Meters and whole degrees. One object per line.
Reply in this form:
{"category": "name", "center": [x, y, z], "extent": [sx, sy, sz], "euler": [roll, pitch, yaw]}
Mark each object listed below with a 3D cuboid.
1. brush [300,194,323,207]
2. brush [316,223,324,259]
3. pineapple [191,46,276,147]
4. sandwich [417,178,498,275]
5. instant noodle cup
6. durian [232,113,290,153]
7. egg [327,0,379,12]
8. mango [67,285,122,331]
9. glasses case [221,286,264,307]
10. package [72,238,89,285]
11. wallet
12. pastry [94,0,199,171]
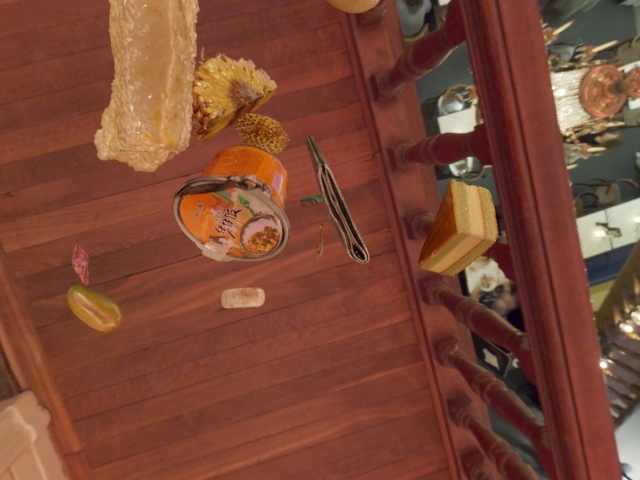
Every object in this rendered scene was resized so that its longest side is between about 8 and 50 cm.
{"category": "brush", "center": [-0.005, -0.169, 1.881], "extent": [0.193, 0.032, 0.043], "euler": [-8, 136, 32]}
{"category": "brush", "center": [0.000, 0.000, 1.247], "extent": [0.014, 0.170, 0.043], "euler": [17, 62, 8]}
{"category": "pineapple", "center": [-0.193, -0.283, 0.835], "extent": [0.135, 0.079, 0.233], "euler": [46, 45, -9]}
{"category": "sandwich", "center": [0.316, -0.024, 1.063], "extent": [0.117, 0.187, 0.144], "euler": [14, 54, -15]}
{"category": "instant noodle cup", "center": [-0.124, -0.069, 0.700], "extent": [0.177, 0.125, 0.208], "euler": [37, 135, -26]}
{"category": "durian", "center": [-0.229, -0.419, 1.763], "extent": [0.252, 0.139, 0.144], "euler": [4, 102, -19]}
{"category": "egg", "center": [0.053, -0.554, 0.877], "extent": [0.164, 0.164, 0.201], "euler": [-34, 115, -2]}
{"category": "mango", "center": [-0.956, 0.284, 1.885], "extent": [0.114, 0.156, 0.251], "euler": [-36, 111, 24]}
{"category": "glasses case", "center": [-0.311, 0.229, 1.779], "extent": [0.204, 0.051, 0.081], "euler": [-9, 75, 27]}
{"category": "package", "center": [-0.487, 0.045, 0.905], "extent": [0.029, 0.059, 0.083], "euler": [-12, 134, -17]}
{"category": "wallet", "center": [0.030, -0.106, 1.134], "extent": [0.054, 0.251, 0.290], "euler": [-25, 120, 1]}
{"category": "pastry", "center": [-0.222, -0.216, 0.573], "extent": [0.121, 0.089, 0.258], "euler": [4, 100, -35]}
